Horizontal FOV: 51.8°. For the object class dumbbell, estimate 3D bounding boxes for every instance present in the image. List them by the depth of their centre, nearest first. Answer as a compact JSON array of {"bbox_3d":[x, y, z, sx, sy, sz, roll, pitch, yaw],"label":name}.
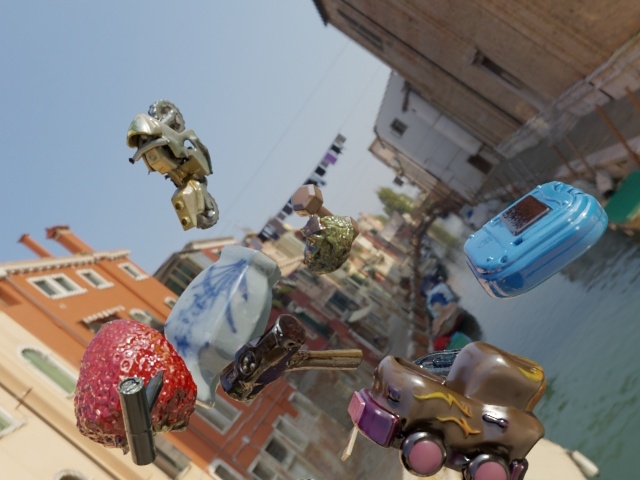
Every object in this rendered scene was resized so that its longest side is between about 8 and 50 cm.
[{"bbox_3d":[0.016,-0.065,1.813,0.092,0.082,0.231,-52,-50,1],"label":"dumbbell"}]

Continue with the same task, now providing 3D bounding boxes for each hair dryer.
[{"bbox_3d":[-0.316,0.275,1.201,0.195,0.050,0.173,-92,3,-59],"label":"hair dryer"}]

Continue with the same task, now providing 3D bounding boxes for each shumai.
[{"bbox_3d":[0.001,0.000,1.262,0.087,0.099,0.124,29,-100,-46],"label":"shumai"}]

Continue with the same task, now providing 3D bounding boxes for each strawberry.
[{"bbox_3d":[-0.413,0.305,1.421,0.257,0.277,0.257,-24,-19,-9],"label":"strawberry"}]

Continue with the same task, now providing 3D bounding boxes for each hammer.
[{"bbox_3d":[-0.028,0.297,1.624,0.409,0.095,0.242,12,-49,-46],"label":"hammer"}]

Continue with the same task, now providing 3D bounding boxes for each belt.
[{"bbox_3d":[0.294,0.331,1.591,0.218,0.128,0.122,-17,-1,36],"label":"belt"}]

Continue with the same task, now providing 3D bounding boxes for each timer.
[{"bbox_3d":[0.484,-0.010,1.529,0.309,0.115,0.340,-37,9,11],"label":"timer"}]

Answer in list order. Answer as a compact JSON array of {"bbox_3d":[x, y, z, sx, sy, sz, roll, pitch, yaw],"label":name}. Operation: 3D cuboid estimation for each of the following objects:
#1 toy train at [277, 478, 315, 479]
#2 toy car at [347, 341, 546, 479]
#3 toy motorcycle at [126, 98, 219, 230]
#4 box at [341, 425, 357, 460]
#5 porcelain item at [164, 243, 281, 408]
[{"bbox_3d":[-0.024,0.500,1.065,0.177,0.261,0.134,-37,5,46],"label":"toy train"},{"bbox_3d":[0.240,0.292,1.188,0.271,0.340,0.240,-164,94,-84],"label":"toy car"},{"bbox_3d":[-0.245,-0.120,1.081,0.094,0.229,0.130,-21,1,28],"label":"toy motorcycle"},{"bbox_3d":[0.075,0.513,1.673,0.083,0.012,0.046,-64,0,-39],"label":"box"},{"bbox_3d":[-0.265,0.215,1.713,0.178,0.242,0.405,51,-120,-44],"label":"porcelain item"}]
